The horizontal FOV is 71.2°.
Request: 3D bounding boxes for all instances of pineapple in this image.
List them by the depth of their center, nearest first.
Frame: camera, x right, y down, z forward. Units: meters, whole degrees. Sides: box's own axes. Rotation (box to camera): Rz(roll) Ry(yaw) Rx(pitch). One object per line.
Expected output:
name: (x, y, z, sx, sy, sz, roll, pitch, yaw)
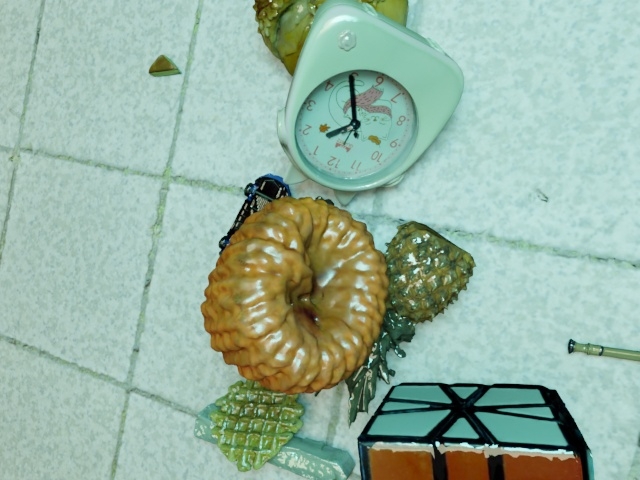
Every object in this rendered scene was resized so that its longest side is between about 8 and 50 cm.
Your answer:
pineapple: (0.110, 0.140, 0.785, 0.165, 0.165, 0.365, 38, 102, 17)

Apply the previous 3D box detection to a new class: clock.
clock: (0.057, -0.212, 0.771, 0.265, 0.109, 0.324, 19, 125, -21)

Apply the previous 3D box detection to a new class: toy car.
toy car: (-0.128, -0.033, 0.921, 0.103, 0.063, 0.216, 27, 92, 18)

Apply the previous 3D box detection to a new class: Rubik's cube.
Rubik's cube: (0.230, 0.385, 0.666, 0.293, 0.288, 0.284, -3, 86, 21)

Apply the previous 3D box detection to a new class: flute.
flute: (0.520, 0.185, 0.703, 0.232, 0.027, 0.027, 5, 90, 19)

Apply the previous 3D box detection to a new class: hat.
hat: (-0.100, 0.096, 0.736, 0.400, 0.285, 0.286, -19, 81, 48)

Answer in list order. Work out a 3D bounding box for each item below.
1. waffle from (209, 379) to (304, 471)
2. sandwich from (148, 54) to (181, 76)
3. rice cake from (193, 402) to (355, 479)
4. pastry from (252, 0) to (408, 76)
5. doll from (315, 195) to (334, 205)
waffle: (-0.126, 0.343, 0.879, 0.183, 0.036, 0.169, -38, 56, -14)
sandwich: (-0.359, -0.404, 1.030, 0.083, 0.031, 0.044, -1, 92, 17)
rice cake: (-0.097, 0.409, 0.894, 0.336, 0.066, 0.063, 12, 96, 18)
pastry: (0.011, -0.438, 0.818, 0.284, 0.184, 0.316, -28, 79, 16)
doll: (0.000, 0.000, 0.880, 0.139, 0.057, 0.165, 21, 91, 22)
